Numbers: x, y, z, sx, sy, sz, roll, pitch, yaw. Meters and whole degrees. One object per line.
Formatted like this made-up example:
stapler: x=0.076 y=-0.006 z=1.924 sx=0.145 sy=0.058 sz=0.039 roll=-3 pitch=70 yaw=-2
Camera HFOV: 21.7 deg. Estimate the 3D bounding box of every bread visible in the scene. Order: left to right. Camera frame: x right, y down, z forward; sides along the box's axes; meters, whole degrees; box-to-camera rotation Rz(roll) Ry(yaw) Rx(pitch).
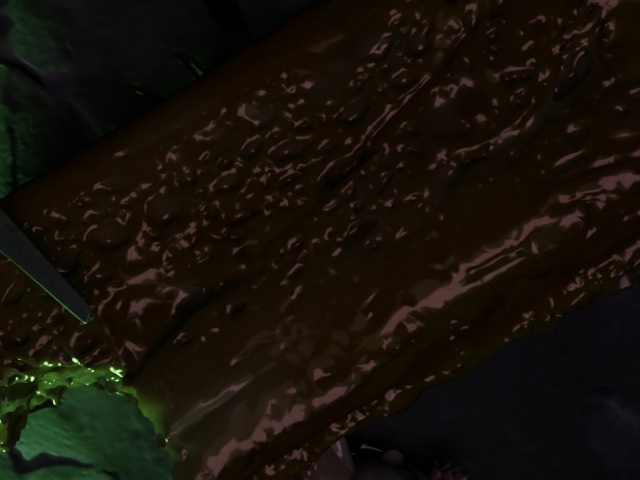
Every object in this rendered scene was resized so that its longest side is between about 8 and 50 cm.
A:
bread: x=0.000 y=0.000 z=0.738 sx=0.380 sy=0.109 sz=0.185 roll=-31 pitch=79 yaw=9

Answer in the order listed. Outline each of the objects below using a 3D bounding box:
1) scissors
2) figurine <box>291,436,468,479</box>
scissors: x=-0.161 y=-0.027 z=0.727 sx=0.189 sy=0.015 sz=0.100 roll=41 pitch=105 yaw=18
figurine: x=0.010 y=0.117 z=0.852 sx=0.129 sy=0.054 sz=0.072 roll=34 pitch=92 yaw=-11
